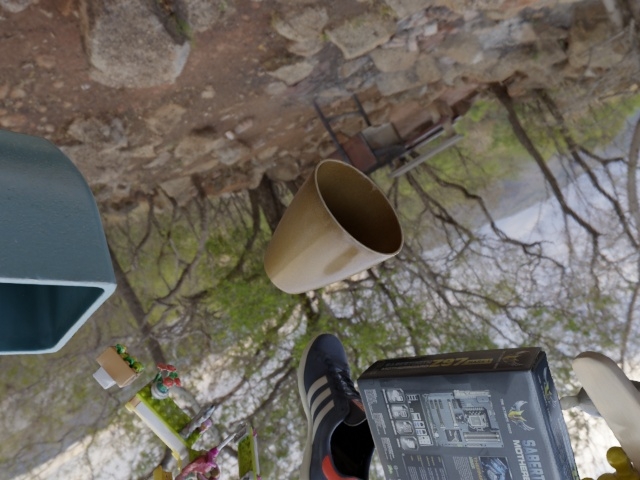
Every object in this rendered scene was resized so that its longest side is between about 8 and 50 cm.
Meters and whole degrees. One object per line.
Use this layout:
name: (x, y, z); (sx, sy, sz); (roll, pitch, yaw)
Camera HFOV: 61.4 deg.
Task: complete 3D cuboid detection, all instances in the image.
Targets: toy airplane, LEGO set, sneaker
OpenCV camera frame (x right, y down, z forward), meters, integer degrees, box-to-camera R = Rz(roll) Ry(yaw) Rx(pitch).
toy airplane: (0.551, 0.395, 0.841); (0.385, 0.385, 0.272); (16, -161, 30)
LEGO set: (-0.152, 0.219, 0.614); (0.107, 0.287, 0.132); (-45, 143, 18)
sneaker: (0.047, 0.311, 0.996); (0.148, 0.131, 0.349); (-41, -143, 35)

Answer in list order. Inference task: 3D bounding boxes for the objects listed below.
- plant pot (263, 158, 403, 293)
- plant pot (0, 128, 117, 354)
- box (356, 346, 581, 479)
plant pot: (0.000, 0.000, 1.128); (0.254, 0.237, 0.237); (-41, 176, 31)
plant pot: (-0.438, -0.010, 0.698); (0.247, 0.252, 0.248); (9, 146, -41)
box: (0.154, 0.229, 0.537); (0.184, 0.232, 0.059); (-15, -175, 36)
